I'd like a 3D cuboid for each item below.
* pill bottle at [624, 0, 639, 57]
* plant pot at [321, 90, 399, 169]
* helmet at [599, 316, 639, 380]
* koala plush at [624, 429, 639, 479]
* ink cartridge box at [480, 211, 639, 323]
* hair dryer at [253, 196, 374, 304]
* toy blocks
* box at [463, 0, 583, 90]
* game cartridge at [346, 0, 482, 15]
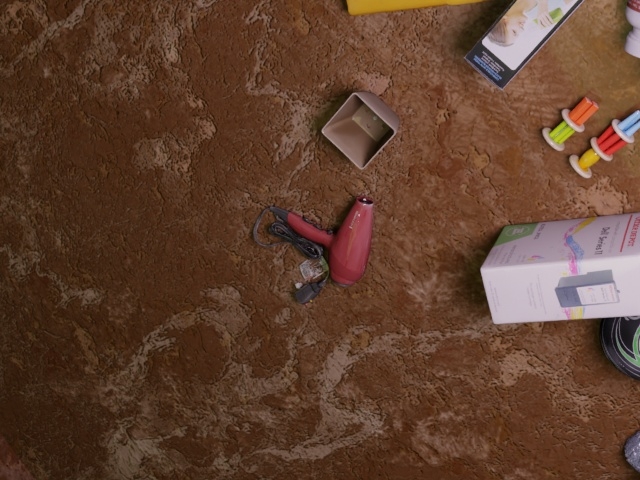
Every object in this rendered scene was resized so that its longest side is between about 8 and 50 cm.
[{"bbox_3d":[0.555,-0.398,1.571,0.121,0.121,0.216,18,119,17],"label":"pill bottle"},{"bbox_3d":[0.089,-0.219,1.880,0.109,0.096,0.109,44,123,2],"label":"plant pot"},{"bbox_3d":[0.590,0.175,1.790,0.169,0.169,0.161,4,98,23],"label":"helmet"},{"bbox_3d":[0.703,0.401,1.835,0.203,0.196,0.221,24,120,0],"label":"koala plush"},{"bbox_3d":[0.484,0.043,1.750,0.354,0.207,0.119,-6,111,26],"label":"ink cartridge box"},{"bbox_3d":[0.000,0.000,2.030,0.294,0.080,0.223,-30,97,32],"label":"hair dryer"},{"bbox_3d":[0.482,-0.198,1.734,0.123,0.054,0.148,45,123,0],"label":"toy blocks"},{"bbox_3d":[0.374,-0.396,1.629,0.087,0.169,0.290,42,121,0],"label":"box"},{"bbox_3d":[0.181,-0.547,1.718,0.324,0.053,0.285,-1,112,26],"label":"game cartridge"}]
